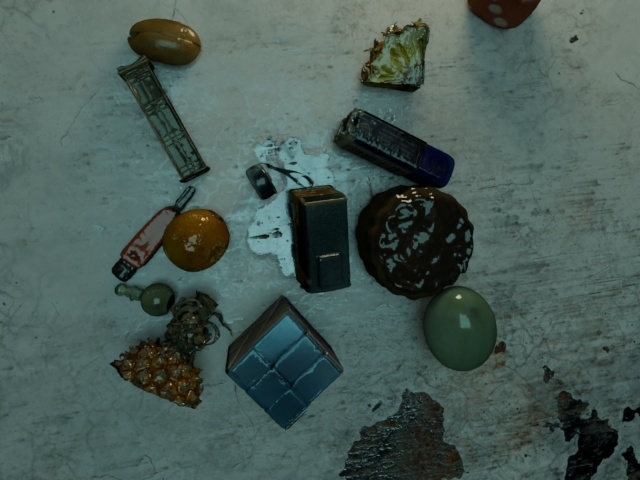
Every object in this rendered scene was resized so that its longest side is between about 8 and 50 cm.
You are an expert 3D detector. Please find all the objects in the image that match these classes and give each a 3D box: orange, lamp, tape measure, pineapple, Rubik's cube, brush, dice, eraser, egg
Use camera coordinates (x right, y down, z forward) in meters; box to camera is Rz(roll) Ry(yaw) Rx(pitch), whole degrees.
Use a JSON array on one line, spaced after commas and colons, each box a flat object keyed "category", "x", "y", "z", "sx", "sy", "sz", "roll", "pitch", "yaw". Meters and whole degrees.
[{"category": "orange", "x": -0.327, "y": -0.003, "z": 1.285, "sx": 0.155, "sy": 0.177, "sz": 0.177, "roll": 37, "pitch": 89, "yaw": 3}, {"category": "lamp", "x": -0.409, "y": -0.313, "z": 1.287, "sx": 0.090, "sy": 0.089, "sz": 0.325, "roll": -30, "pitch": 99, "yaw": -5}, {"category": "tape measure", "x": -0.110, "y": -0.177, "z": 1.338, "sx": 0.180, "sy": 0.107, "sz": 0.104, "roll": -15, "pitch": 95, "yaw": -8}, {"category": "pineapple", "x": 0.220, "y": -0.502, "z": 1.372, "sx": 0.186, "sy": 0.114, "sz": 0.236, "roll": 44, "pitch": 97, "yaw": -10}, {"category": "Rubik's cube", "x": -0.100, "y": 0.321, "z": 1.325, "sx": 0.231, "sy": 0.221, "sz": 0.224, "roll": -44, "pitch": 99, "yaw": -3}, {"category": "lamp", "x": -0.482, "y": 0.150, "z": 1.327, "sx": 0.163, "sy": 0.091, "sz": 0.090, "roll": 15, "pitch": 93, "yaw": 6}, {"category": "brush", "x": -0.451, "y": -0.023, "z": 1.325, "sx": 0.070, "sy": 0.051, "sz": 0.323, "roll": 38, "pitch": 88, "yaw": -8}, {"category": "dice", "x": 0.534, "y": -0.717, "z": 1.356, "sx": 0.174, "sy": 0.179, "sz": 0.174, "roll": 30, "pitch": 88, "yaw": -10}, {"category": "pineapple", "x": -0.365, "y": 0.267, "z": 1.297, "sx": 0.263, "sy": 0.262, "sz": 0.271, "roll": 32, "pitch": 78, "yaw": -10}, {"category": "eraser", "x": 0.205, "y": -0.251, "z": 1.355, "sx": 0.332, "sy": 0.155, "sz": 0.101, "roll": 23, "pitch": 90, "yaw": -10}, {"category": "egg", "x": 0.399, "y": 0.254, "z": 1.396, "sx": 0.203, "sy": 0.203, "sz": 0.282, "roll": -20, "pitch": 123, "yaw": -7}]

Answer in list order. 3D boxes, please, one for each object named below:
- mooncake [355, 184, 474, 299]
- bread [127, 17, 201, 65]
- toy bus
[{"category": "mooncake", "x": 0.266, "y": -0.002, "z": 1.374, "sx": 0.324, "sy": 0.187, "sz": 0.323, "roll": -1, "pitch": 97, "yaw": -10}, {"category": "bread", "x": -0.410, "y": -0.523, "z": 1.277, "sx": 0.190, "sy": 0.077, "sz": 0.114, "roll": 5, "pitch": 99, "yaw": -12}, {"category": "toy bus", "x": 0.000, "y": 0.000, "z": 1.327, "sx": 0.139, "sy": 0.167, "sz": 0.275, "roll": -8, "pitch": 109, "yaw": -16}]
